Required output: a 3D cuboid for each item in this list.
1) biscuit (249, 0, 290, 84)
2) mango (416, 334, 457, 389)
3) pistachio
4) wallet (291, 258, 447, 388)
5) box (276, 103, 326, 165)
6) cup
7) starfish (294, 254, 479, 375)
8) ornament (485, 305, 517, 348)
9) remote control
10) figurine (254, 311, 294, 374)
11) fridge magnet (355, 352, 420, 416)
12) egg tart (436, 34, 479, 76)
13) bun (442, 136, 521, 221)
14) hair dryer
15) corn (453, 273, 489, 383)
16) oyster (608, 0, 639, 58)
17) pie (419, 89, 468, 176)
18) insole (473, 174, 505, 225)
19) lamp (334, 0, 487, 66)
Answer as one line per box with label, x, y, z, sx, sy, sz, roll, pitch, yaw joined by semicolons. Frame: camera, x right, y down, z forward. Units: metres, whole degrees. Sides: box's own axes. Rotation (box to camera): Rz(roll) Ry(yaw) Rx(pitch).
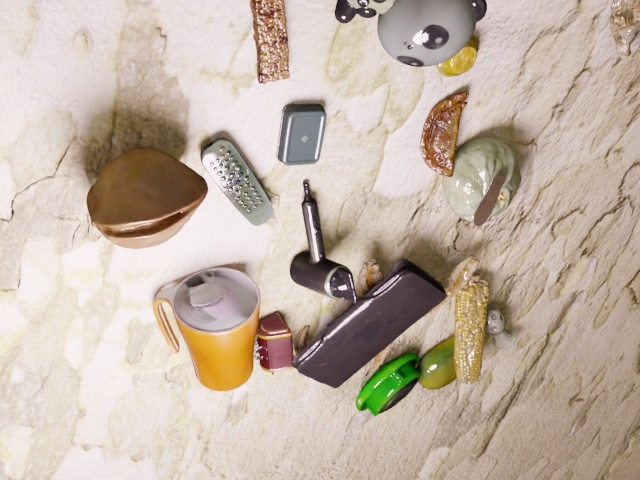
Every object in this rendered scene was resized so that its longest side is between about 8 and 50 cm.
biscuit;-0.090;-0.374;1.464;0.064;0.034;0.199;-16;130;-17
mango;0.339;0.324;2.181;0.191;0.085;0.122;-33;125;-2
pistachio;-0.300;-0.069;1.437;0.213;0.260;0.162;-18;120;-7
wallet;0.108;0.203;1.885;0.377;0.051;0.197;-43;137;13
box;-0.036;-0.207;1.620;0.091;0.031;0.126;-5;125;-25
cup;-0.236;0.192;1.744;0.226;0.182;0.264;7;134;7
starfish;0.147;0.155;1.950;0.324;0.082;0.432;24;118;-37
ornament;0.467;0.227;2.189;0.156;0.075;0.081;47;53;-43
remote control;-0.161;-0.112;1.619;0.072;0.042;0.222;-35;131;-1
figurine;-0.117;0.253;1.882;0.098;0.082;0.154;-19;131;-22
fridge magnet;0.177;0.369;2.102;0.208;0.088;0.208;-37;160;-16
egg tart;0.282;-0.373;1.660;0.105;0.039;0.105;-16;131;-19
bun;0.370;-0.132;1.837;0.196;0.118;0.195;-12;126;-17
hair dryer;0.000;0.000;1.717;0.078;0.196;0.248;-22;111;-28
corn;0.380;0.225;2.085;0.087;0.086;0.288;-5;104;-25
oyster;0.691;-0.484;1.769;0.163;0.081;0.191;-19;134;-20
pie;0.258;-0.232;1.753;0.088;0.033;0.191;3;110;-16
insole;0.368;-0.087;1.791;0.045;0.002;0.135;5;124;-25
lamp;0.163;-0.418;1.474;0.244;0.197;0.197;20;114;-20
